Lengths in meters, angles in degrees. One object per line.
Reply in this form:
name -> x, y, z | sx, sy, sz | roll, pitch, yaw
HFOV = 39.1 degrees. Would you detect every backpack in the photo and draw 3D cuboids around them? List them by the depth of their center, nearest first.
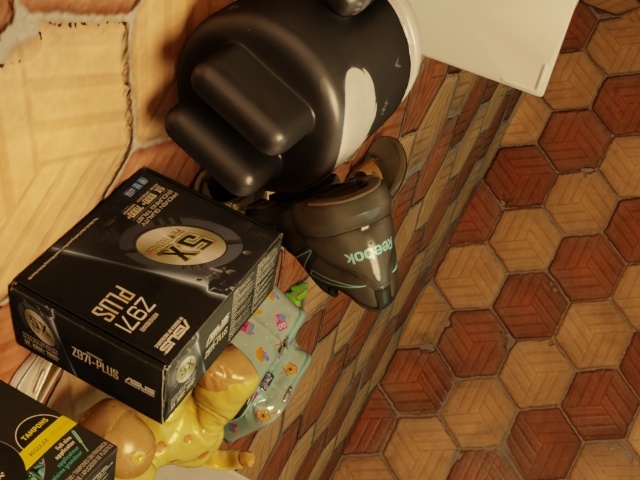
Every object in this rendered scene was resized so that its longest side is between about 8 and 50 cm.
backpack -> -0.095, 0.140, 1.085 | 0.166, 0.144, 0.188 | -39, -160, 50

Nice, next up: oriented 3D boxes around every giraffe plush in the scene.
giraffe plush -> -0.176, 0.179, 0.862 | 0.170, 0.182, 0.210 | -33, 130, -43

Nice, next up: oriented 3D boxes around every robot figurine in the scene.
robot figurine -> -0.020, -0.154, 0.820 | 0.278, 0.209, 0.173 | -47, 128, -46

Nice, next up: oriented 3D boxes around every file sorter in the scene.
file sorter -> 0.137, -0.309, 0.902 | 0.192, 0.278, 0.173 | 95, 20, -54

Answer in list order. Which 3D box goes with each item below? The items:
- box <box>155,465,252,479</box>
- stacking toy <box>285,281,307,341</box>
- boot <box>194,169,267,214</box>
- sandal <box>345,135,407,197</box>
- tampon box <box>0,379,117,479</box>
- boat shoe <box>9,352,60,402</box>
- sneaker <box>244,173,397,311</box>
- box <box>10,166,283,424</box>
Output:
box -> -0.162, 0.367, 1.020 | 0.231, 0.262, 0.126 | -57, 163, -24
stacking toy -> -0.080, 0.187, 1.431 | 0.221, 0.052, 0.166 | -47, 158, -51
boot -> -0.111, 0.010, 0.963 | 0.165, 0.077, 0.213 | 94, 21, -58
sandal -> 0.066, -0.083, 1.468 | 0.219, 0.090, 0.060 | -54, 142, -11
tampon box -> -0.238, 0.169, 0.605 | 0.120, 0.161, 0.101 | -49, 159, -50
boat shoe -> -0.226, 0.098, 0.781 | 0.100, 0.035, 0.035 | -58, 164, -22
sneaker -> 0.000, 0.000, 0.831 | 0.101, 0.106, 0.267 | -22, -169, -11
box -> -0.141, 0.040, 0.759 | 0.180, 0.147, 0.077 | -50, 161, -42
